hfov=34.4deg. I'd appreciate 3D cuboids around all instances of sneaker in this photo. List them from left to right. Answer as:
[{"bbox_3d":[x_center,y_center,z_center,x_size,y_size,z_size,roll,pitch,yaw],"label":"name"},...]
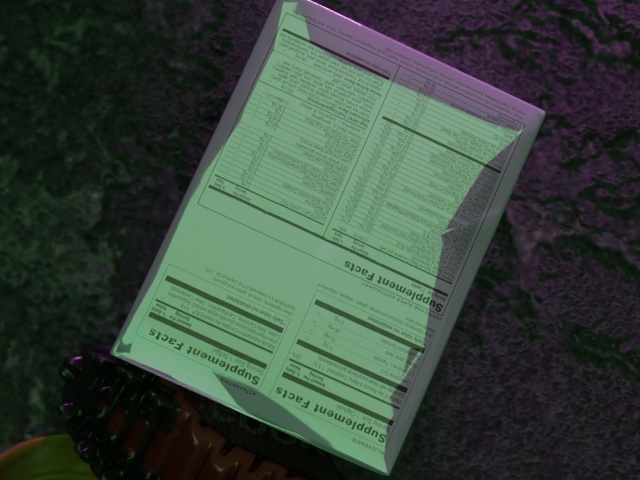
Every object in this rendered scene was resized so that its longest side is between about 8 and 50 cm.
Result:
[{"bbox_3d":[-0.076,0.171,0.787,0.276,0.135,0.098,32,99,17],"label":"sneaker"}]

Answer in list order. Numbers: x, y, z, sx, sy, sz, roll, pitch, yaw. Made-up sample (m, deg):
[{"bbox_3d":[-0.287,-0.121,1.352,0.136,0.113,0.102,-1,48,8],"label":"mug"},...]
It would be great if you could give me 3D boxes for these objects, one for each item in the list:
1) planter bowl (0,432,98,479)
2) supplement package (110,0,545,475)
[{"bbox_3d":[-0.172,0.253,0.753,0.217,0.217,0.090,35,120,-2],"label":"planter bowl"},{"bbox_3d":[0.000,0.000,0.756,0.198,0.199,0.263,24,84,-3],"label":"supplement package"}]
